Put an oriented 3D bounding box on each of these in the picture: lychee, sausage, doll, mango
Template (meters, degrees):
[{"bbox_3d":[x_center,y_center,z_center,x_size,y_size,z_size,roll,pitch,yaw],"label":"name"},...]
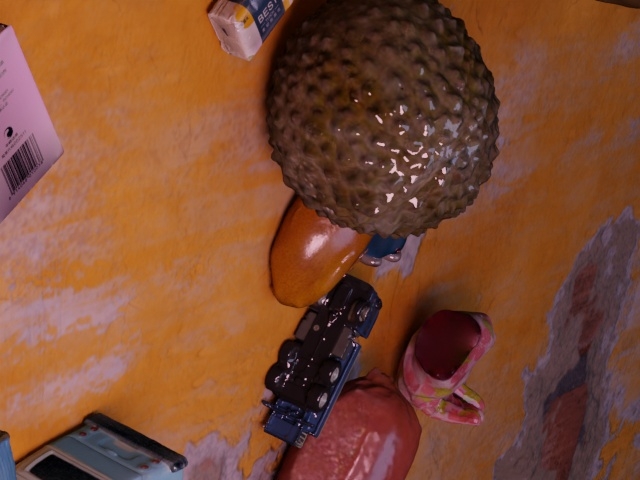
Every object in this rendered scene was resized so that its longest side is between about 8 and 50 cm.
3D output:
[{"bbox_3d":[0.071,-0.128,1.761,0.255,0.274,0.255,-9,111,-23],"label":"lychee"},{"bbox_3d":[0.027,0.273,2.056,0.254,0.148,0.148,-63,151,-13],"label":"sausage"},{"bbox_3d":[0.082,-0.044,2.007,0.114,0.085,0.152,-17,134,-42],"label":"doll"},{"bbox_3d":[0.004,0.000,1.894,0.105,0.084,0.159,35,77,-55],"label":"mango"}]

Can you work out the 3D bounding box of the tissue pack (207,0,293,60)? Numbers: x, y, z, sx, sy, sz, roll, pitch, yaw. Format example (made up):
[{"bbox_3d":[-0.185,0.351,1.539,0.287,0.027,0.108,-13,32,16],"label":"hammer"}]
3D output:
[{"bbox_3d":[-0.066,-0.222,1.668,0.083,0.042,0.062,-55,151,-23],"label":"tissue pack"}]

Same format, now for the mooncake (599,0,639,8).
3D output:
[{"bbox_3d":[0.399,-0.470,2.139,0.378,0.200,0.378,-38,140,-42],"label":"mooncake"}]

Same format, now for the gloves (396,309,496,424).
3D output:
[{"bbox_3d":[0.163,0.160,2.247,0.241,0.126,0.145,96,2,-72],"label":"gloves"}]

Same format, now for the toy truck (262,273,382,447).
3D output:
[{"bbox_3d":[0.003,0.139,1.995,0.202,0.074,0.088,-64,156,-8],"label":"toy truck"}]

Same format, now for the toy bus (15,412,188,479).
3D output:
[{"bbox_3d":[-0.224,0.325,1.673,0.164,0.133,0.271,-22,125,-47],"label":"toy bus"}]

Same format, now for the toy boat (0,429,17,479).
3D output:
[{"bbox_3d":[-0.310,0.240,1.521,0.077,0.075,0.185,-40,145,-46],"label":"toy boat"}]

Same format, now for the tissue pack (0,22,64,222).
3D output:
[{"bbox_3d":[-0.315,-0.047,1.303,0.246,0.092,0.148,-52,148,-29],"label":"tissue pack"}]
